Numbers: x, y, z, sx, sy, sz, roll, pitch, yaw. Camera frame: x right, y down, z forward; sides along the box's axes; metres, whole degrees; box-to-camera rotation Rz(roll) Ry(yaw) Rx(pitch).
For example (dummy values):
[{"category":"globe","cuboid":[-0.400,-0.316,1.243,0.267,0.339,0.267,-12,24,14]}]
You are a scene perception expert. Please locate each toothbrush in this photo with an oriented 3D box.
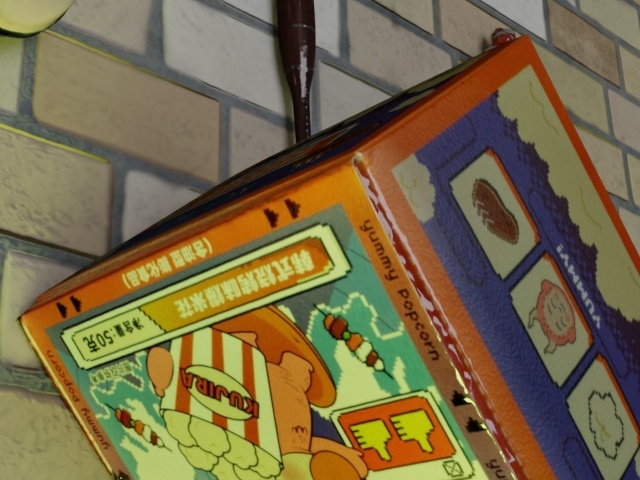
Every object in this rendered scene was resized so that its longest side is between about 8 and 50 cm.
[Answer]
[{"category":"toothbrush","cuboid":[-0.025,-0.223,1.058,0.041,0.041,0.363,16,63,-42]}]

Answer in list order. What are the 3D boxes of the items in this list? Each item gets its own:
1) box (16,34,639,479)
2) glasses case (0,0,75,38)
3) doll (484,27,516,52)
[{"category":"box","cuboid":[0.034,0.086,0.759,0.257,0.349,0.318,-40,105,-47]},{"category":"glasses case","cuboid":[-0.301,-0.289,0.768,0.314,0.075,0.122,51,42,-18]},{"category":"doll","cuboid":[0.238,-0.217,1.309,0.094,0.079,0.180,46,34,-22]}]
